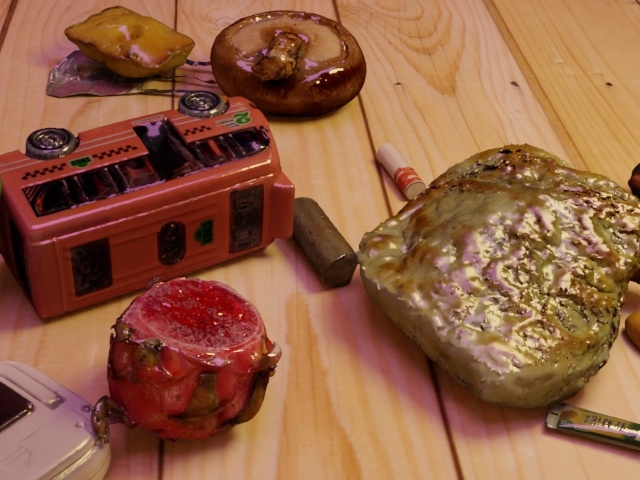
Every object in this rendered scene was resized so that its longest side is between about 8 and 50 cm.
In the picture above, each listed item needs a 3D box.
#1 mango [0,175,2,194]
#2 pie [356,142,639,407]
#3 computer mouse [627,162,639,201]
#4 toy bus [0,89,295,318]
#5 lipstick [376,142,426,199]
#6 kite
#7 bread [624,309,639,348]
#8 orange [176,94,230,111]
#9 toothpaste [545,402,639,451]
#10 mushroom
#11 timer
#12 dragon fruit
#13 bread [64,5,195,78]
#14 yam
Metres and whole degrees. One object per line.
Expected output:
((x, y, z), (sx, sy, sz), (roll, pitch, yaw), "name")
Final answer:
((-0.511, -0.078, 1.374), (0.237, 0.137, 0.091), (-16, -16, 37), "mango")
((0.252, 0.036, 1.414), (0.395, 0.181, 0.418), (28, 49, 30), "pie")
((0.625, -0.052, 1.610), (0.182, 0.116, 0.323), (-3, 36, -16), "computer mouse")
((-0.255, -0.059, 1.484), (0.426, 0.203, 0.233), (-18, 46, -25), "toy bus")
((0.138, -0.119, 1.723), (0.038, 0.038, 0.131), (-10, 38, -17), "lipstick")
((-0.358, -0.328, 1.983), (0.360, 0.022, 0.204), (3, 37, 2), "kite")
((0.492, 0.117, 1.418), (0.115, 0.056, 0.082), (-5, 37, -11), "bread")
((-0.187, -0.186, 1.718), (0.156, 0.124, 0.156), (4, 40, -3), "orange")
((0.387, 0.244, 1.263), (0.204, 0.032, 0.049), (13, 38, 17), "toothpaste")
((-0.060, -0.331, 1.897), (0.296, 0.163, 0.278), (8, 29, 7), "mushroom")
((-0.388, 0.247, 1.154), (0.237, 0.087, 0.262), (26, 40, 28), "timer")
((-0.157, 0.137, 1.227), (0.211, 0.147, 0.282), (40, 31, 15), "dragon fruit")
((-0.370, -0.381, 1.970), (0.233, 0.088, 0.161), (24, 50, 27), "bread")
((0.000, 0.000, 1.531), (0.068, 0.068, 0.169), (-15, 41, -22), "yam")
